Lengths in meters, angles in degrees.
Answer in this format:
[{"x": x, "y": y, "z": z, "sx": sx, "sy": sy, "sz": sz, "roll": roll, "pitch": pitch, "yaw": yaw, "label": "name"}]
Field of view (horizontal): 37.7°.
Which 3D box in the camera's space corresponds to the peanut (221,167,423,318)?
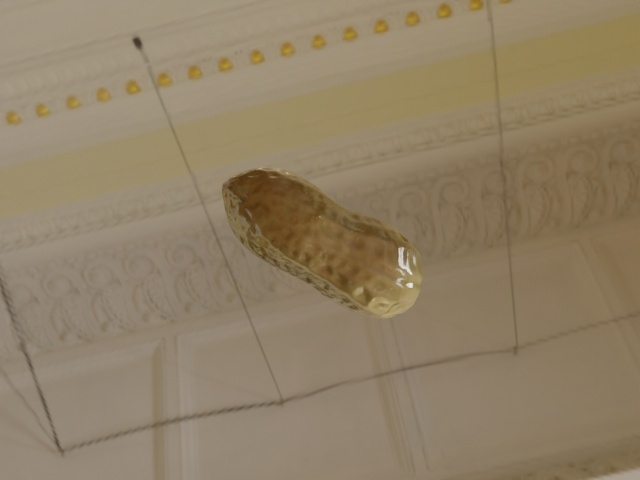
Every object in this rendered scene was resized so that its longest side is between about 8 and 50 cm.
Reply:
[{"x": 0.000, "y": 0.000, "z": 0.470, "sx": 0.113, "sy": 0.054, "sz": 0.054, "roll": 31, "pitch": -125, "yaw": -2, "label": "peanut"}]
